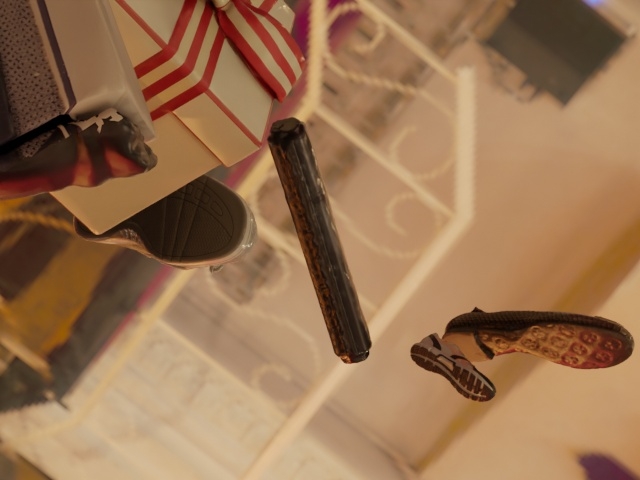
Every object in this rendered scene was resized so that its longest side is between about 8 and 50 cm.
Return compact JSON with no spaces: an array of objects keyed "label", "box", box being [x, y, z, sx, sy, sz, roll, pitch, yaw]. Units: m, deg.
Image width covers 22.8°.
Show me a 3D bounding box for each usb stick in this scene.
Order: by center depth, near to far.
[{"label":"usb stick","box":[0.000,0.000,1.719,0.045,0.278,0.077,-17,-162,2]}]

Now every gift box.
[{"label":"gift box","box":[-0.182,-0.210,1.556,0.258,0.255,0.276,-26,-143,31]}]

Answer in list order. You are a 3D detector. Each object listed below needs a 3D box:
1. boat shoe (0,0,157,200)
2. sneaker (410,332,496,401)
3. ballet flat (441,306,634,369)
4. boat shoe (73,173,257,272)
[{"label":"boat shoe","box":[-0.216,-0.173,0.903,0.158,0.340,0.127,-20,161,1]},{"label":"sneaker","box":[0.157,0.141,1.807,0.044,0.109,0.040,-40,160,-45]},{"label":"ballet flat","box":[0.252,0.105,1.841,0.250,0.084,0.058,-4,-140,41]},{"label":"boat shoe","box":[-0.179,-0.023,1.958,0.320,0.103,0.118,3,-100,47]}]
